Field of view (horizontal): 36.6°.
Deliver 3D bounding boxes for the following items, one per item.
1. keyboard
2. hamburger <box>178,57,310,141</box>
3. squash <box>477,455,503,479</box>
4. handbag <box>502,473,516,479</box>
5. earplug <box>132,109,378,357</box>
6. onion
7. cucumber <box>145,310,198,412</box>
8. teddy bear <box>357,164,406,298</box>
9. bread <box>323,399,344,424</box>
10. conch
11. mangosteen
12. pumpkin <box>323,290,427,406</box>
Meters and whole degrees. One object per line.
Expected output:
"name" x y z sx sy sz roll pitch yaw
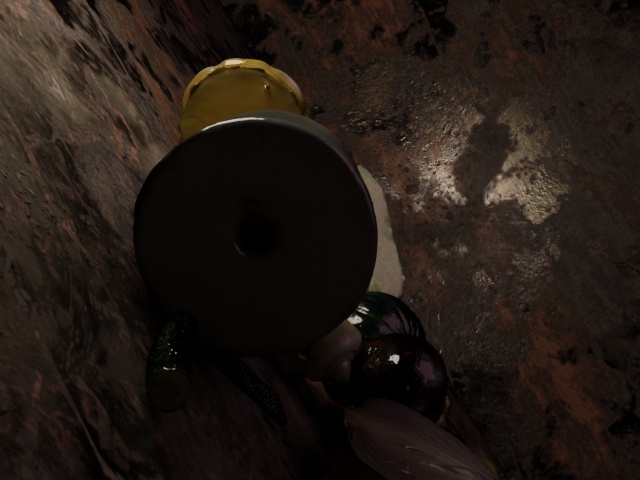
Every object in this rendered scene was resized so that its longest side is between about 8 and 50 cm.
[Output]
"keyboard" -0.107 0.195 1.389 0.204 0.013 0.061 50 11 -40
"hamburger" -0.146 -0.234 1.936 0.276 0.276 0.237 55 11 -12
"squash" 0.273 0.492 1.917 0.123 0.187 0.123 61 10 -18
"handbag" 0.225 0.483 1.480 0.127 0.235 0.213 53 10 -29
"earplug" -0.085 -0.037 1.400 0.312 0.313 0.394 56 6 -10
"onion" 0.153 0.385 1.412 0.349 0.159 0.267 27 19 8
"cucumber" -0.170 0.130 1.126 0.052 0.058 0.214 49 8 -15
"teddy bear" 0.000 0.000 2.167 0.327 0.362 0.375 13 64 -29
"bread" 0.112 0.378 1.710 0.269 0.095 0.139 48 4 -26
"conch" -0.039 0.159 1.642 0.158 0.127 0.255 -13 40 -38
"mangosteen" 0.143 0.266 1.634 0.217 0.192 0.192 46 12 -20
"pumpkin" 0.090 0.222 1.848 0.250 0.216 0.249 22 59 -44
